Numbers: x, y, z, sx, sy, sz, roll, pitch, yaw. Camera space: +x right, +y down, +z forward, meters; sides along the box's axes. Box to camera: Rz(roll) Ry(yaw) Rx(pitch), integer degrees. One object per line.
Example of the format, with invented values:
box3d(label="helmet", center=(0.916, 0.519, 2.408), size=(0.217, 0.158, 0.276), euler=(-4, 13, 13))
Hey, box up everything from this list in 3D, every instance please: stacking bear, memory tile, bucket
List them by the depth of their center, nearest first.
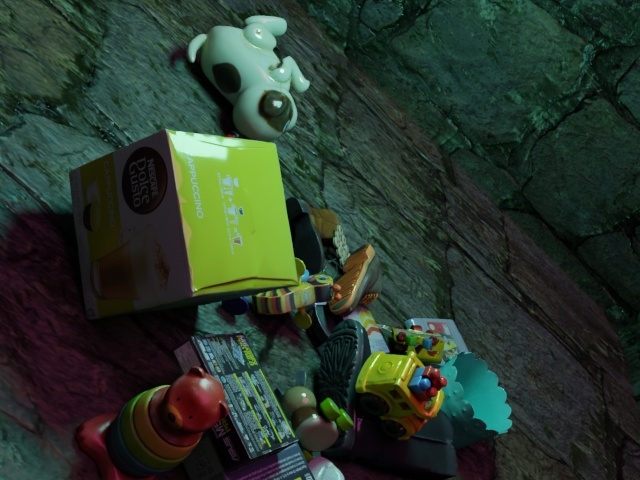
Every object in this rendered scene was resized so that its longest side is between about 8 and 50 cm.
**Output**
box3d(label="stacking bear", center=(-0.289, 0.342, 1.357), size=(0.164, 0.289, 0.175), euler=(-14, 69, -57))
box3d(label="bucket", center=(0.443, 0.507, 2.280), size=(0.281, 0.183, 0.281), euler=(34, 35, -29))
box3d(label="memory tile", center=(0.074, 0.033, 2.383), size=(0.113, 0.012, 0.148), euler=(-70, 146, -57))

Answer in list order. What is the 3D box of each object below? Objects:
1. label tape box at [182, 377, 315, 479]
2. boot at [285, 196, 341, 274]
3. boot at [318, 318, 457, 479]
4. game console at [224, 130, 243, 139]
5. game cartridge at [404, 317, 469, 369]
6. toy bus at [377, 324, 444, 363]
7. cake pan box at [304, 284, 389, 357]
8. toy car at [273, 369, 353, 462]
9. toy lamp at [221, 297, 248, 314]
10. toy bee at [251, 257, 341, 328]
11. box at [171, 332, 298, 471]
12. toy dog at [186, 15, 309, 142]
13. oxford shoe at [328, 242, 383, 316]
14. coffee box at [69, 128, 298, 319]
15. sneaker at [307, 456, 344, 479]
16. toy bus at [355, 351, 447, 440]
box3d(label="label tape box", center=(-0.154, 0.486, 1.565), size=(0.249, 0.115, 0.347), euler=(-3, 61, -55))
box3d(label="boot", center=(0.000, 0.000, 2.351), size=(0.280, 0.096, 0.264), euler=(18, 41, -61))
box3d(label="boot", center=(0.203, 0.448, 2.002), size=(0.445, 0.146, 0.366), euler=(23, 64, -33))
box3d(label="game console", center=(-0.241, -0.250, 2.194), size=(0.144, 0.085, 0.124), euler=(45, -7, -3))
box3d(label="game cartridge", center=(0.417, 0.366, 2.525), size=(0.294, 0.060, 0.196), euler=(8, 55, -50))
box3d(label="toy bus", center=(0.295, 0.338, 2.324), size=(0.191, 0.202, 0.104), euler=(3, 98, -45))
box3d(label="cake pan box", center=(0.062, 0.248, 2.154), size=(0.267, 0.070, 0.245), euler=(5, 52, -50))
box3d(label="toy car", center=(-0.042, 0.410, 1.768), size=(0.188, 0.155, 0.149), euler=(52, 0, 41))
box3d(label="toy lamp", center=(-0.204, 0.082, 1.963), size=(0.080, 0.080, 0.274), euler=(40, 34, -19))
box3d(label="toy bee", center=(-0.030, 0.125, 1.971), size=(0.298, 0.162, 0.195), euler=(-42, 124, -25))
box3d(label="box", center=(-0.172, 0.322, 1.501), size=(0.270, 0.060, 0.216), euler=(60, 17, 16))
box3d(label="toy dog", center=(-0.213, -0.512, 2.383), size=(0.395, 0.285, 0.407), euler=(4, 57, -52))
box3d(label="oxford shoe", center=(0.126, 0.137, 2.172), size=(0.132, 0.130, 0.363), euler=(51, 30, -11))
box3d(label="coffee box", center=(-0.298, -0.027, 1.607), size=(0.338, 0.334, 0.337), euler=(-1, 80, -54))
box3d(label="sneaker", center=(0.034, 0.630, 1.714), size=(0.240, 0.091, 0.126), euler=(-126, -159, -45))
box3d(label="toy bus", center=(0.231, 0.382, 1.813), size=(0.220, 0.211, 0.149), euler=(53, 46, -21))
